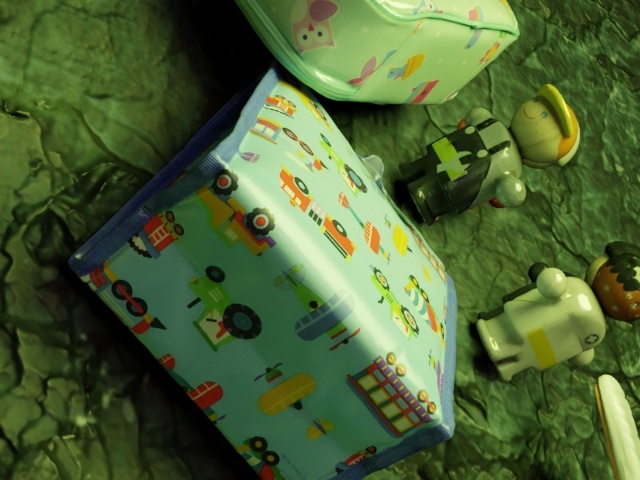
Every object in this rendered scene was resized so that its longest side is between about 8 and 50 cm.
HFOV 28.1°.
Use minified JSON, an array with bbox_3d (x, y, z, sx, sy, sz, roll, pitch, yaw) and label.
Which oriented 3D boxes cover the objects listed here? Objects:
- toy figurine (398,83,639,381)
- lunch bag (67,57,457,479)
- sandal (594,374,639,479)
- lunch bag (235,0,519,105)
[{"bbox_3d":[0.167,-0.008,0.981,0.213,0.148,0.209,65,7,4],"label":"toy figurine"},{"bbox_3d":[0.000,0.000,0.879,0.221,0.138,0.293,50,29,-11],"label":"lunch bag"},{"bbox_3d":[0.237,0.239,1.028,0.102,0.076,0.265,-28,103,-73],"label":"sandal"},{"bbox_3d":[0.027,-0.216,1.004,0.224,0.108,0.279,53,27,15],"label":"lunch bag"}]
